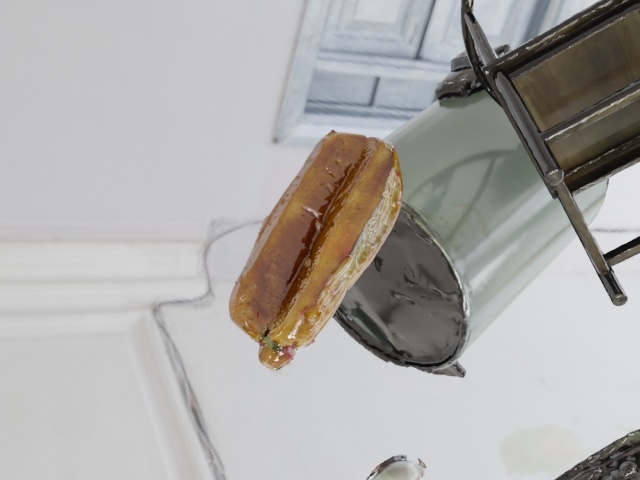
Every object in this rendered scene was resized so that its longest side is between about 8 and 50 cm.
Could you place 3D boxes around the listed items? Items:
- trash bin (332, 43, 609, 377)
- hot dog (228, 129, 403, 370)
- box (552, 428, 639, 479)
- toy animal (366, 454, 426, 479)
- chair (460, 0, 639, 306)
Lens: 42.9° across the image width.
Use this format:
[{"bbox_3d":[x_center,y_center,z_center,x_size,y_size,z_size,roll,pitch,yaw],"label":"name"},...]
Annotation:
[{"bbox_3d":[0.137,-0.027,0.849,0.262,0.277,0.217,-36,-156,-33],"label":"trash bin"},{"bbox_3d":[0.000,0.001,0.425,0.062,0.038,0.144,17,-121,18],"label":"hot dog"},{"bbox_3d":[0.392,0.409,1.101,0.350,0.359,0.091,33,-155,-39],"label":"box"},{"bbox_3d":[0.098,0.282,0.825,0.124,0.071,0.085,46,-166,36],"label":"toy animal"},{"bbox_3d":[0.209,-0.101,0.611,0.154,0.141,0.260,51,-161,-34],"label":"chair"}]
